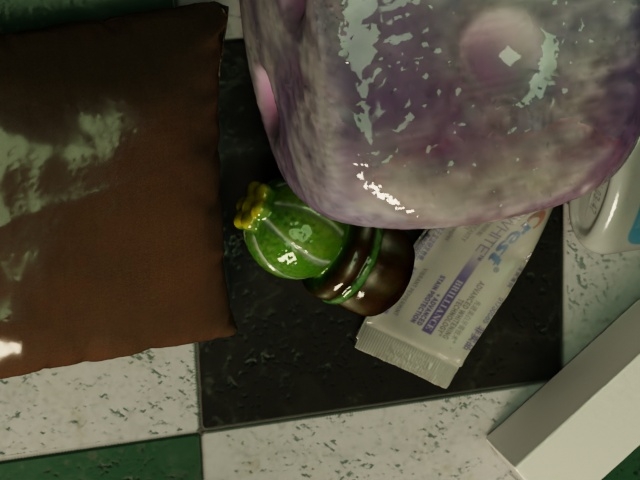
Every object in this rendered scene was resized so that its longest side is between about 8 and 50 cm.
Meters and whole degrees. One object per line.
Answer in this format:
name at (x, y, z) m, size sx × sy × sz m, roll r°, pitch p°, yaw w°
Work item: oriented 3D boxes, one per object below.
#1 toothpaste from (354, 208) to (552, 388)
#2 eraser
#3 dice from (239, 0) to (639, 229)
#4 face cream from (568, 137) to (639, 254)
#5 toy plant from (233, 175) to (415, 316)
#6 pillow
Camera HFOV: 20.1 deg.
toothpaste at (0.143, 0.000, 1.625) m, size 0.099 × 0.068 × 0.282 m, roll 33°, pitch 101°, yaw 5°
eraser at (0.298, 0.124, 1.695) m, size 0.298 × 0.076 × 0.078 m, roll -42°, pitch 113°, yaw -3°
dice at (0.092, -0.173, 1.439) m, size 0.270 × 0.271 × 0.270 m, roll -11°, pitch 109°, yaw -14°
face cream at (0.390, -0.075, 1.649) m, size 0.337 × 0.080 × 0.163 m, roll -8°, pitch 129°, yaw -24°
toy plant at (0.000, 0.000, 1.555) m, size 0.162 × 0.093 × 0.093 m, roll 29°, pitch 95°, yaw -28°
pillow at (-0.213, -0.030, 1.476) m, size 0.305 × 0.108 × 0.308 m, roll -8°, pitch 111°, yaw -20°
